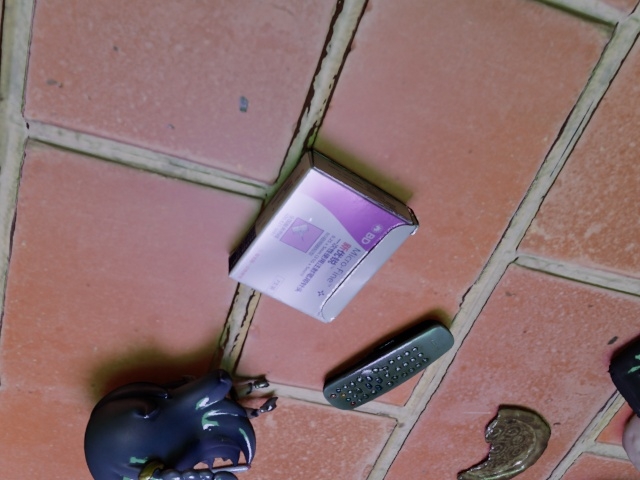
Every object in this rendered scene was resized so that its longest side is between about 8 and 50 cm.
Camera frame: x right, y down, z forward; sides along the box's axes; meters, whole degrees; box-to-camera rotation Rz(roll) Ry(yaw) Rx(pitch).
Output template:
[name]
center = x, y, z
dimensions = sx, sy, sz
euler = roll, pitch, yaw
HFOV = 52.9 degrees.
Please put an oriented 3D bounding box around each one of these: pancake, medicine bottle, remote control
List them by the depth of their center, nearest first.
[medicine bottle]
center = 0.000, 0.000, 0.844
dimensions = 0.171, 0.052, 0.201
euler = 29, 116, -23
[remote control]
center = 0.102, 0.191, 0.980
dimensions = 0.222, 0.042, 0.072
euler = -35, 119, 16
[pancake]
center = 0.314, 0.361, 1.125
dimensions = 0.184, 0.020, 0.191
euler = -20, 122, 7

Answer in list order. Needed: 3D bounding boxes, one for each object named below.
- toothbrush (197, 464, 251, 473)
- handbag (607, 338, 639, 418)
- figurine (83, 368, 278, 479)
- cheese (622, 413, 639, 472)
[toothbrush]
center = -0.213, 0.398, 1.089
dimensions = 0.193, 0.019, 0.013
euler = -8, 122, -4
[handbag]
center = 0.617, 0.217, 0.970
dimensions = 0.275, 0.244, 0.088
euler = -40, 162, 19
[figurine]
center = -0.205, 0.277, 0.933
dimensions = 0.264, 0.197, 0.175
euler = -18, 86, 8
[cheese]
center = 0.642, 0.376, 1.063
dimensions = 0.247, 0.251, 0.174
euler = 31, 114, -6
